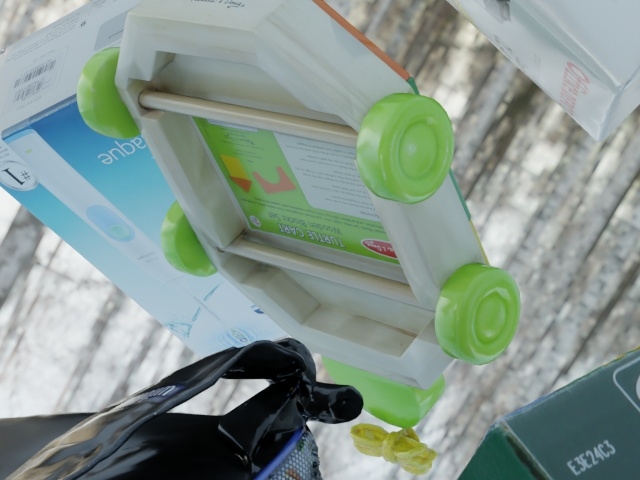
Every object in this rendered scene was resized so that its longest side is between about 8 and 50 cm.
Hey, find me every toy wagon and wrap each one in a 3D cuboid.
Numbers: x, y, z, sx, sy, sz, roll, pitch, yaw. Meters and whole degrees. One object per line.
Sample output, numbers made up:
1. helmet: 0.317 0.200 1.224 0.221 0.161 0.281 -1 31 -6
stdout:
1. toy wagon: 0.000 0.000 0.930 0.267 0.068 0.344 15 142 45

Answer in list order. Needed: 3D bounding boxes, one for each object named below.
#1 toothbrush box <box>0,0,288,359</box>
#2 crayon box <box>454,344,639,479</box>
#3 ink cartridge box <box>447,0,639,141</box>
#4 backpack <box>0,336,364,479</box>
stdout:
1. toothbrush box: -0.089 -0.056 1.211 0.295 0.216 0.126 45 -143 -36
2. crayon box: 0.121 0.155 0.718 0.203 0.323 0.083 -22 -118 -32
3. ink cartridge box: 0.116 -0.221 0.992 0.306 0.131 0.226 45 -177 8
4. backpack: -0.134 0.176 0.633 0.276 0.213 0.263 -10 -172 22
